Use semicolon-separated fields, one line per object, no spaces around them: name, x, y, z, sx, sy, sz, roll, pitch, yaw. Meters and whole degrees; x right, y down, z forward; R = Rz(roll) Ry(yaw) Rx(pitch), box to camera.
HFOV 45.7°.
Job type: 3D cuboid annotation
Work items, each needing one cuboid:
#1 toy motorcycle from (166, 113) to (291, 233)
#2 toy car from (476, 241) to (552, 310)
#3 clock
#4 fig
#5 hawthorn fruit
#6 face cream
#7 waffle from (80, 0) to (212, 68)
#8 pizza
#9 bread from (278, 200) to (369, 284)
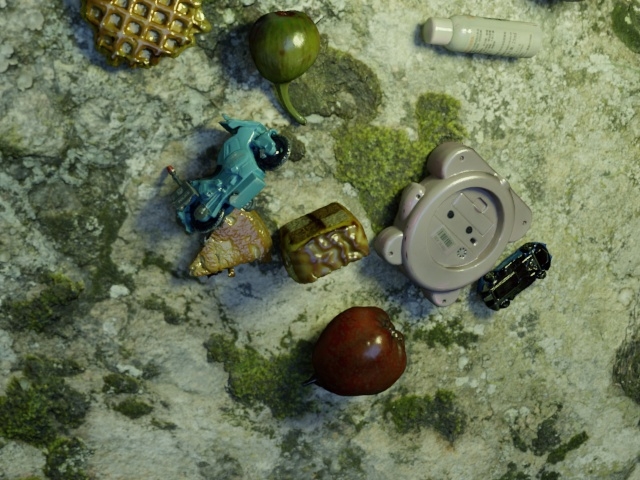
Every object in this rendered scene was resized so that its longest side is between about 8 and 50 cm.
toy motorcycle;-0.188;-0.140;1.517;0.272;0.182;0.123;-43;144;7
toy car;0.473;0.081;1.860;0.216;0.063;0.103;-36;114;-13
clock;0.301;-0.030;1.744;0.295;0.113;0.322;40;90;-24
fig;-0.068;-0.343;1.543;0.149;0.149;0.245;-14;128;-15
hawthorn fruit;0.065;0.260;1.699;0.248;0.208;0.208;-31;114;12
face cream;0.353;-0.450;1.664;0.269;0.082;0.082;1;104;-20
waffle;-0.336;-0.455;1.440;0.243;0.059;0.238;-30;109;-12
pizza;-0.201;0.015;1.603;0.194;0.069;0.154;-35;113;-1
bread;0.000;0.000;1.587;0.181;0.222;0.096;-24;107;-2
